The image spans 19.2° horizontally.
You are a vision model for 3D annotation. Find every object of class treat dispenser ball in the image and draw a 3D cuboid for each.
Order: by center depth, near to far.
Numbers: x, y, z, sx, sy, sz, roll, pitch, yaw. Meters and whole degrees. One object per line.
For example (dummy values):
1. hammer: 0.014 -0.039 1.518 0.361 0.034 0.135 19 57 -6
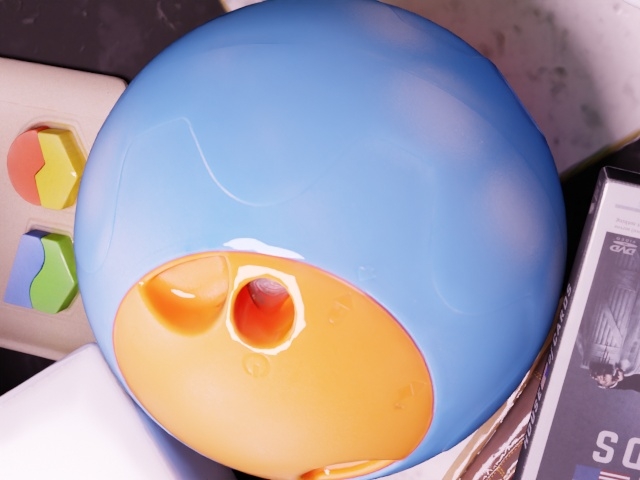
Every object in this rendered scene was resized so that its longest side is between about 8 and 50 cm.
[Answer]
1. treat dispenser ball: 0.000 0.000 1.113 0.288 0.288 0.288 5 101 25

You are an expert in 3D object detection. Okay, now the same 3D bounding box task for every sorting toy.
1. sorting toy: -0.229 -0.025 1.358 0.193 0.038 0.208 11 104 23

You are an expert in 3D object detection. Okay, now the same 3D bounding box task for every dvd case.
1. dvd case: 0.218 0.087 1.090 0.179 0.029 0.238 12 112 -1

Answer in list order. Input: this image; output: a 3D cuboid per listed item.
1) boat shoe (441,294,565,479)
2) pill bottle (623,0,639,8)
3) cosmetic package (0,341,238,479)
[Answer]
1. boat shoe: 0.130 0.136 1.196 0.073 0.073 0.207 37 113 17
2. pill bottle: 0.210 -0.194 0.991 0.153 0.265 0.153 5 101 25
3. cosmetic package: -0.075 0.296 1.215 0.161 0.230 0.453 -31 84 2
